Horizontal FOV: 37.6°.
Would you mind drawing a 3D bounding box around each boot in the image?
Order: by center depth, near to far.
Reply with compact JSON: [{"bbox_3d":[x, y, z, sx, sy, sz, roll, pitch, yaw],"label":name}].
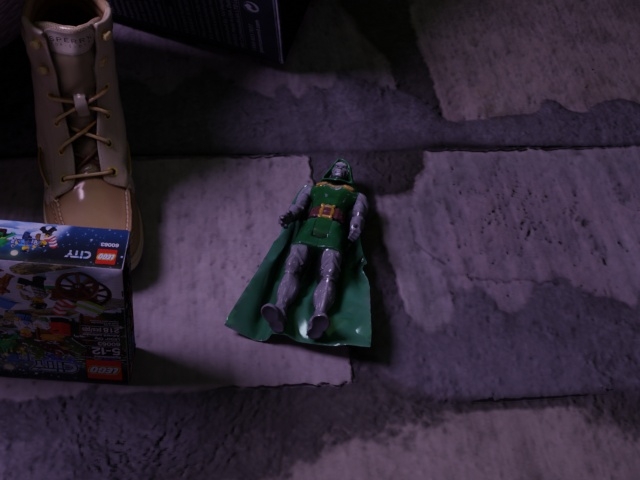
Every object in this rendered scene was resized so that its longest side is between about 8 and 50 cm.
[{"bbox_3d":[-0.228,-0.113,0.900,0.095,0.203,0.262,-6,50,-14],"label":"boot"}]

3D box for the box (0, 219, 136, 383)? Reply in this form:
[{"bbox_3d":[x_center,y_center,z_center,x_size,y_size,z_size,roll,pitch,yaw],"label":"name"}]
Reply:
[{"bbox_3d":[-0.274,0.050,0.780,0.233,0.159,0.044,4,47,-4],"label":"box"}]

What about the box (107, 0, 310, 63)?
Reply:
[{"bbox_3d":[-0.184,-0.429,1.122,0.396,0.212,0.293,16,67,10],"label":"box"}]

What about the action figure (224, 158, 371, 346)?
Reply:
[{"bbox_3d":[0.000,0.000,0.935,0.137,0.063,0.232,10,45,5],"label":"action figure"}]

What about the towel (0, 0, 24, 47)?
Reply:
[{"bbox_3d":[-0.357,-0.221,0.926,0.053,0.317,0.332,49,50,-14],"label":"towel"}]
